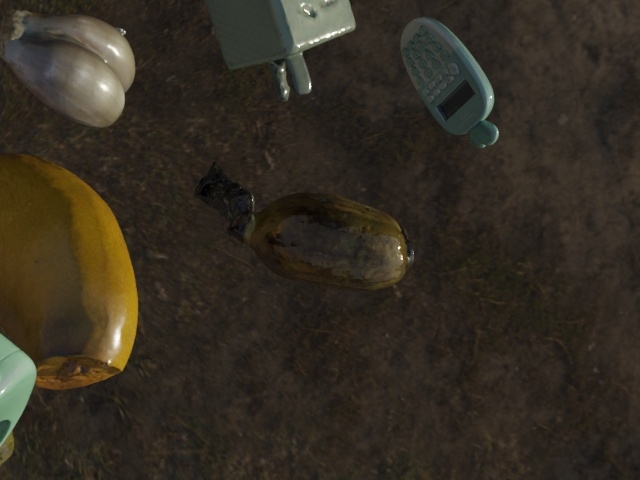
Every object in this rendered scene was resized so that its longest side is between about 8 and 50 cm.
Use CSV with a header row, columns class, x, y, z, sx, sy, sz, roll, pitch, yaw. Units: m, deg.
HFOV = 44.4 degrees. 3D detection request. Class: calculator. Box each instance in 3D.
class,x,y,z,sx,sy,sz,roll,pitch,yaw
calculator,0.134,-0.162,0.813,0.021,0.095,0.153,-34,86,-24

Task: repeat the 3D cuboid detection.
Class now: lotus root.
class,x,y,z,sx,sy,sz,roll,pitch,yaw
lotus root,0.000,0.000,1.088,0.260,0.145,0.128,9,98,-6

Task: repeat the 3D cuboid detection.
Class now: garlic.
class,x,y,z,sx,sy,sz,roll,pitch,yaw
garlic,-0.501,-0.316,1.625,0.245,0.340,0.231,-13,72,-5

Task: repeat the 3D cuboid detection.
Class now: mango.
class,x,y,z,sx,sy,sz,roll,pitch,yaw
mango,-0.315,0.020,0.897,0.187,0.359,0.144,-47,148,-6

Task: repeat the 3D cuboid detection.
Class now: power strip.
class,x,y,z,sx,sy,sz,roll,pitch,yaw
power strip,-0.052,-0.299,1.027,0.140,0.139,0.224,-35,114,-41

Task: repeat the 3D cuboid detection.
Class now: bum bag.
class,x,y,z,sx,sy,sz,roll,pitch,yaw
bum bag,-0.225,-0.103,1.883,0.069,0.248,0.102,27,99,-51

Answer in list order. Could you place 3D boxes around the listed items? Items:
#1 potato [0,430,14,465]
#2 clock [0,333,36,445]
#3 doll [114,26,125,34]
class,x,y,z,sx,sy,sz,roll,pitch,yaw
potato,-0.777,0.432,1.715,0.200,0.154,0.137,39,120,-3
clock,-0.276,0.151,0.529,0.060,0.188,0.148,39,38,1
doll,-0.474,-0.449,1.805,0.058,0.040,0.085,-5,104,-54
